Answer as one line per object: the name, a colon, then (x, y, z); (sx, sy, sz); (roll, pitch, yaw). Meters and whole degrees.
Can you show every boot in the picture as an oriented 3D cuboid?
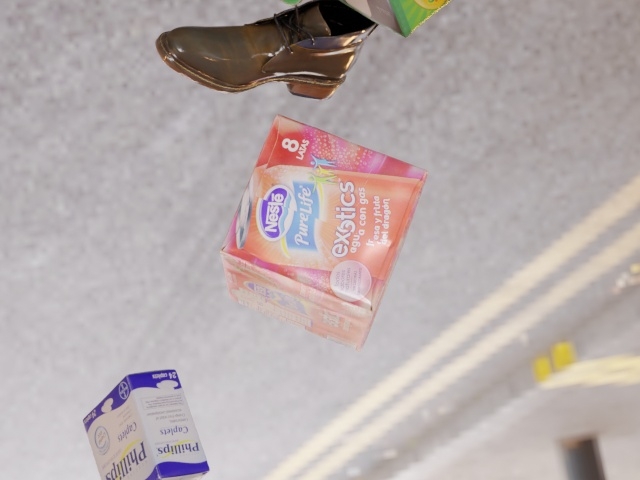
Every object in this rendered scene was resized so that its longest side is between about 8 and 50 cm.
boot: (-0.047, -0.197, 1.732); (0.219, 0.082, 0.106); (1, 144, -40)

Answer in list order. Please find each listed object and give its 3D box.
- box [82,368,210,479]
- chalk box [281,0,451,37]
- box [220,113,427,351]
box: (-0.209, 0.243, 2.169); (0.072, 0.137, 0.126); (-4, 152, -38)
chalk box: (0.055, -0.311, 1.557); (0.289, 0.180, 0.179); (-39, 135, -15)
box: (0.000, 0.000, 1.755); (0.154, 0.142, 0.300); (21, 170, 4)
